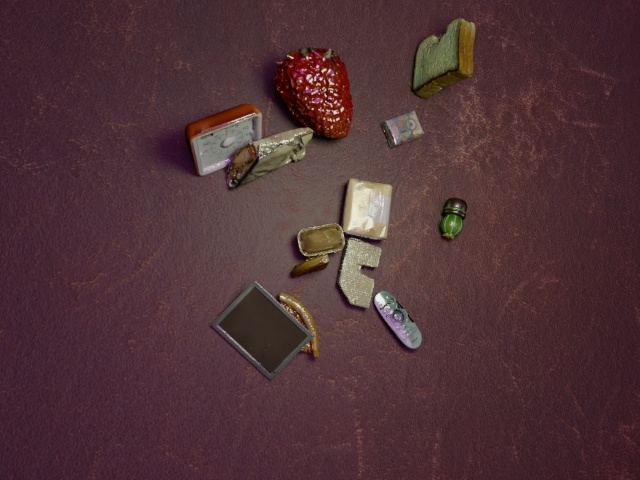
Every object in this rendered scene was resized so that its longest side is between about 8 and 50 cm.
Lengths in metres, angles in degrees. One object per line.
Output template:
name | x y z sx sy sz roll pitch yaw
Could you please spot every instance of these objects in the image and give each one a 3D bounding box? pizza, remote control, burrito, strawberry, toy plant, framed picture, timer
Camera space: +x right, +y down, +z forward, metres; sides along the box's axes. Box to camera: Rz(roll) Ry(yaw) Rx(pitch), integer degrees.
pizza | -0.088 0.311 1.747 0.134 0.056 0.271 -19 88 -16
pizza | -0.030 0.089 1.772 0.175 0.134 0.046 -24 78 22
remote control | 0.298 0.305 1.854 0.097 0.045 0.256 -34 88 -17
burrito | -0.188 -0.314 1.752 0.347 0.175 0.107 -26 64 -16
strawberry | -0.022 -0.538 1.796 0.292 0.292 0.344 -13 100 -16
toy plant | 0.535 -0.086 1.947 0.092 0.093 0.162 18 81 -11
framed picture | -0.203 0.317 1.700 0.293 0.018 0.231 45 95 -5
timer | -0.338 -0.369 1.676 0.257 0.250 0.161 -25 89 -16

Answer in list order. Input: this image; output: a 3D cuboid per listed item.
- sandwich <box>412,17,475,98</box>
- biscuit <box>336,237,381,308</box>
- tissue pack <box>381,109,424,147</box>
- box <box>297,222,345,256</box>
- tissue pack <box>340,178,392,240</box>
sandwich | 0.490 -0.731 1.932 0.095 0.273 0.249 11 80 -27
biscuit | 0.143 0.125 1.838 0.147 0.046 0.250 15 78 -13
tissue pack | 0.335 -0.452 1.961 0.148 0.060 0.109 -22 87 -17
box | 0.000 0.000 1.789 0.177 0.111 0.111 -11 85 -15
tissue pack | 0.178 -0.116 1.858 0.186 0.090 0.222 10 79 -11
